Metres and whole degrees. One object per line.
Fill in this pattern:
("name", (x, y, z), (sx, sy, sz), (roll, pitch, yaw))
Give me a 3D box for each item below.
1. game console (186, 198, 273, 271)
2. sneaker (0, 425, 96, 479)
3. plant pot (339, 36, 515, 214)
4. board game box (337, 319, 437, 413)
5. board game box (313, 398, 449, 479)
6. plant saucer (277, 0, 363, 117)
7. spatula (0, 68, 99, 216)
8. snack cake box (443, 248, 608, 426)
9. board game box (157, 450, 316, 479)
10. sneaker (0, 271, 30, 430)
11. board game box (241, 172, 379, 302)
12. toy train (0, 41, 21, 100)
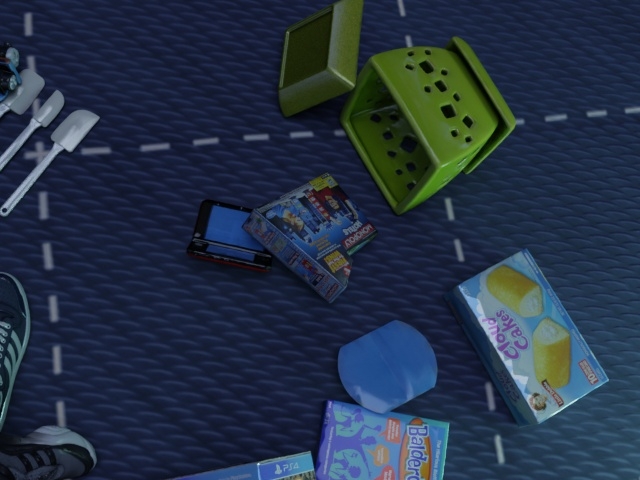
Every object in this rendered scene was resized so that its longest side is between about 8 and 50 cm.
("game console", (-0.146, -0.010, 1.333), (0.144, 0.124, 0.085), (12, 99, -5))
("sneaker", (-0.424, 0.344, 1.098), (0.101, 0.269, 0.153), (-43, 51, 17))
("plant pot", (0.194, -0.210, 1.374), (0.207, 0.227, 0.228), (-25, 78, -21))
("board game box", (0.113, 0.218, 1.321), (0.169, 0.033, 0.133), (-25, 67, -18))
("board game box", (0.096, 0.359, 1.277), (0.210, 0.047, 0.160), (12, 72, -6))
("plant saucer", (-0.012, -0.335, 1.397), (0.045, 0.188, 0.188), (21, 67, -39))
("spatula", (-0.527, -0.172, 1.358), (0.168, 0.019, 0.242), (36, 73, -3))
("snack cake box", (0.350, 0.168, 1.351), (0.152, 0.089, 0.264), (-27, 79, -16))
("board game box", (-0.117, 0.469, 1.106), (0.232, 0.141, 0.290), (-19, 73, 26))
("sneaker", (-0.515, 0.173, 1.183), (0.099, 0.153, 0.282), (6, 74, -7))
("board game box", (0.000, 0.000, 1.337), (0.194, 0.060, 0.194), (-30, 77, -42))
("toy train", (-0.607, -0.306, 1.345), (0.184, 0.080, 0.105), (9, 69, 3))
